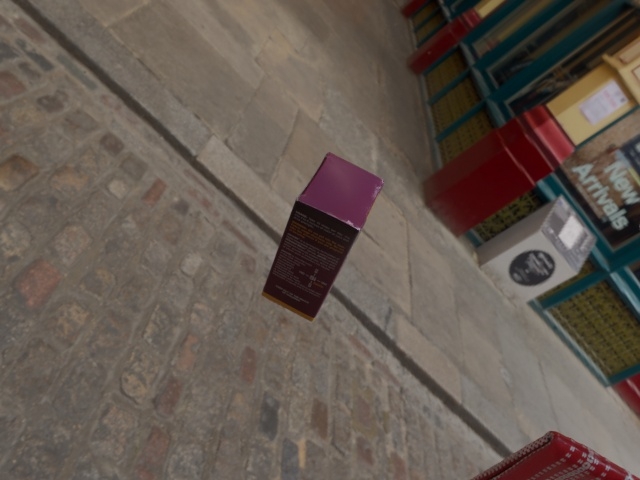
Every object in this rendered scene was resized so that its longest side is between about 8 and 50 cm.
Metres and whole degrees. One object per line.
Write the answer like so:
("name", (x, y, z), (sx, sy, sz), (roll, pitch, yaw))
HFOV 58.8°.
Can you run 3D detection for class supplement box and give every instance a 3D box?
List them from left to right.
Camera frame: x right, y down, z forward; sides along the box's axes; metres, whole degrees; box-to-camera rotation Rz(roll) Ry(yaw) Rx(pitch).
("supplement box", (0.000, 0.000, 0.713), (0.080, 0.188, 0.104), (27, 46, 3))

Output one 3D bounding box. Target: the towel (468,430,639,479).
("towel", (0.245, 0.270, 0.453), (0.275, 0.199, 0.031), (33, 44, 3))
